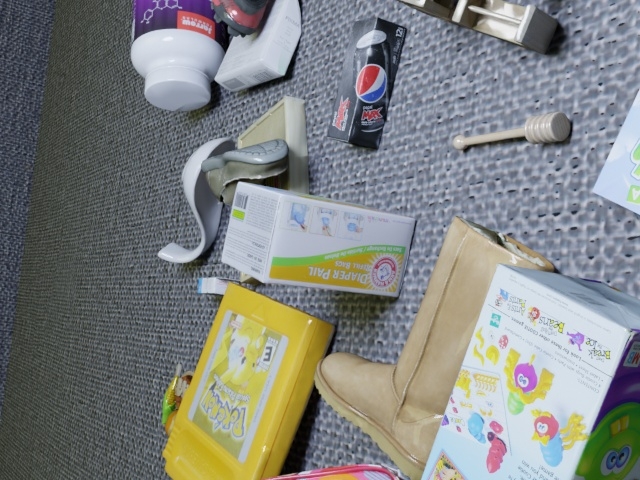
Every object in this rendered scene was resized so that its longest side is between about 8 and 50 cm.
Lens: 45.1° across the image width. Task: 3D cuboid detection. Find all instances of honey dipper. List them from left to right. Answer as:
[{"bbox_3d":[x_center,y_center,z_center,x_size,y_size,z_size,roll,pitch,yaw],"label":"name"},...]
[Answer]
[{"bbox_3d":[0.199,-0.115,0.837,0.160,0.030,0.031,2,83,59],"label":"honey dipper"}]

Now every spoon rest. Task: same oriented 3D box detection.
[{"bbox_3d":[-0.215,-0.066,1.401,0.084,0.137,0.276,32,124,9],"label":"spoon rest"}]

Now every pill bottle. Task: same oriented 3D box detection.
[{"bbox_3d":[-0.275,-0.426,1.505,0.181,0.181,0.323,-27,61,52],"label":"pill bottle"}]

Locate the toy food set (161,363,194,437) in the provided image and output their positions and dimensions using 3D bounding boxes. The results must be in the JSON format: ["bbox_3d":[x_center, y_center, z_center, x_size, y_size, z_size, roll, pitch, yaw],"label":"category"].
[{"bbox_3d":[-0.252,0.306,1.412,0.192,0.038,0.132,16,95,57],"label":"toy food set"}]

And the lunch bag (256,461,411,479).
[{"bbox_3d":[0.030,0.390,0.821,0.258,0.120,0.293,-12,66,13],"label":"lunch bag"}]

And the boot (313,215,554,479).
[{"bbox_3d":[0.116,0.098,0.864,0.236,0.089,0.270,35,112,42],"label":"boot"}]

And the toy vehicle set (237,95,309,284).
[{"bbox_3d":[-0.079,-0.077,1.247,0.166,0.035,0.267,-27,60,51],"label":"toy vehicle set"}]

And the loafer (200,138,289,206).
[{"bbox_3d":[-0.112,-0.101,1.205,0.251,0.094,0.087,1,107,66],"label":"loafer"}]

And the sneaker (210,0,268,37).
[{"bbox_3d":[-0.109,-0.464,1.301,0.135,0.097,0.276,-32,39,43],"label":"sneaker"}]

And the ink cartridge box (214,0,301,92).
[{"bbox_3d":[-0.087,-0.377,1.345,0.181,0.056,0.225,0,63,57],"label":"ink cartridge box"}]

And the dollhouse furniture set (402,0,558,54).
[{"bbox_3d":[0.187,-0.294,0.843,0.183,0.129,0.129,30,108,30],"label":"dollhouse furniture set"}]

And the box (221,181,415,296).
[{"bbox_3d":[0.000,0.000,0.952,0.114,0.203,0.103,20,99,55],"label":"box"}]

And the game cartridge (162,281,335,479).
[{"bbox_3d":[-0.124,0.241,1.163,0.285,0.052,0.324,13,80,57],"label":"game cartridge"}]

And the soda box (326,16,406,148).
[{"bbox_3d":[0.062,-0.213,1.050,0.060,0.053,0.169,22,101,57],"label":"soda box"}]

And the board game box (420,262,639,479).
[{"bbox_3d":[0.200,0.179,0.655,0.144,0.142,0.275,34,110,55],"label":"board game box"}]

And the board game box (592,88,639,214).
[{"bbox_3d":[0.331,-0.105,0.622,0.160,0.039,0.212,42,117,52],"label":"board game box"}]

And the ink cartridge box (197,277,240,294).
[{"bbox_3d":[-0.174,0.081,1.340,0.083,0.048,0.028,-7,76,57],"label":"ink cartridge box"}]
